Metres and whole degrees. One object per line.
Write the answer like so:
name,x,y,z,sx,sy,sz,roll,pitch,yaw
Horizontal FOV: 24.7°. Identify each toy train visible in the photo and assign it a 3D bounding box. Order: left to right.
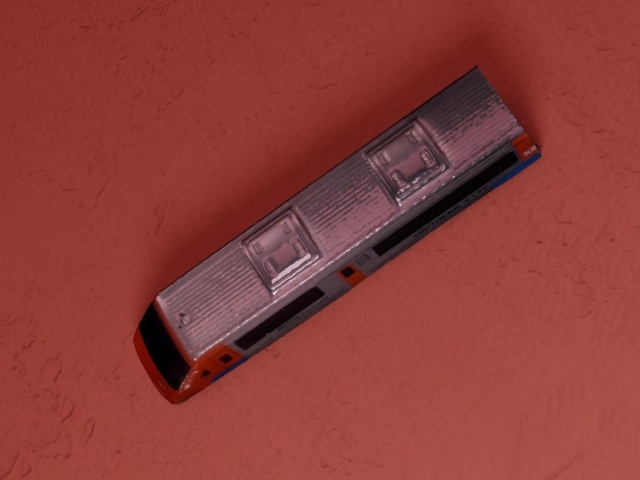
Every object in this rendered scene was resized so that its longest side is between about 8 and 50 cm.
toy train,0.000,0.000,1.296,0.409,0.089,0.086,-35,65,6
